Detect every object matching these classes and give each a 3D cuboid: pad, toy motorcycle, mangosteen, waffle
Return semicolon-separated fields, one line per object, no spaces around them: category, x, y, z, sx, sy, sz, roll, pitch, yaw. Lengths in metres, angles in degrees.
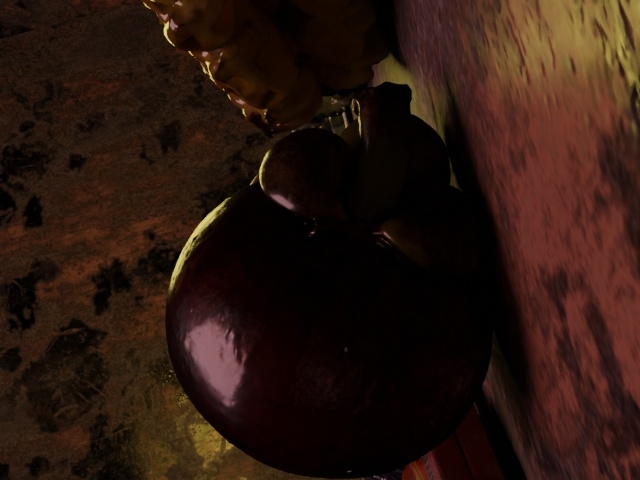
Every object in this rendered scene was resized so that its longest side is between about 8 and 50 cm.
pad;0.048;-0.115;1.439;0.233;0.022;0.174;-149;45;-87
toy motorcycle;0.110;0.211;0.757;0.298;0.089;0.171;-106;0;-60
mangosteen;0.016;0.022;0.625;0.215;0.215;0.257;-107;33;-70
waffle;-0.070;-0.224;0.748;0.261;0.151;0.324;64;-167;22

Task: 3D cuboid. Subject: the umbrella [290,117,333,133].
umbrella;0.020;-0.046;1.663;0.113;0.106;0.357;-115;9;-65

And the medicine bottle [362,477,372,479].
medicine bottle;0.102;0.311;1.758;0.139;0.139;0.236;75;178;-52

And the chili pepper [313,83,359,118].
chili pepper;-0.024;-0.207;1.119;0.264;0.148;0.116;-73;-6;-89

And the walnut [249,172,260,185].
walnut;0.000;0.000;1.063;0.213;0.213;0.213;165;90;-89

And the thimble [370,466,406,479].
thimble;0.104;0.232;1.052;0.095;0.104;0.066;-124;26;-76
